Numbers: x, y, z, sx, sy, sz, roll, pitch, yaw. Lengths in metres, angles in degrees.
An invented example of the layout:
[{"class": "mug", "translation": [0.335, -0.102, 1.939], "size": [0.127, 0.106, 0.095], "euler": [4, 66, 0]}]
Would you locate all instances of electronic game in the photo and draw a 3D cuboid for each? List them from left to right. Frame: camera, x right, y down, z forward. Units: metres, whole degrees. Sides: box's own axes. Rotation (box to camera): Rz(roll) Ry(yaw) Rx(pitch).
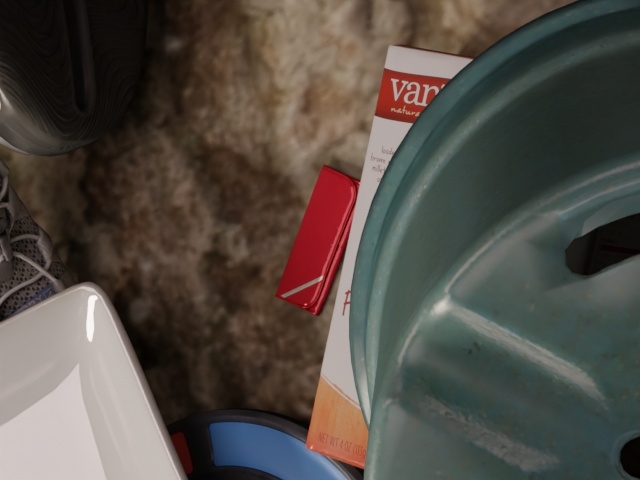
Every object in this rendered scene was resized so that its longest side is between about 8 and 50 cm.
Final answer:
[{"class": "electronic game", "translation": [-0.047, 0.212, 1.159], "size": [0.229, 0.048, 0.229], "euler": [-1, 88, 29]}]

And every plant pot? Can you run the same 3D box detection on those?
[{"class": "plant pot", "translation": [0.161, 0.069, 0.818], "size": [0.341, 0.334, 0.341], "euler": [1, 99, 7]}]

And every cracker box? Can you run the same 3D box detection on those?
[{"class": "cracker box", "translation": [0.090, 0.021, 1.070], "size": [0.155, 0.067, 0.232], "euler": [14, 94, 39]}]

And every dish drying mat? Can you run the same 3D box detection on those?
[{"class": "dish drying mat", "translation": [0.000, 0.000, 1.166], "size": [0.032, 0.008, 0.083], "euler": [24, 99, 28]}]

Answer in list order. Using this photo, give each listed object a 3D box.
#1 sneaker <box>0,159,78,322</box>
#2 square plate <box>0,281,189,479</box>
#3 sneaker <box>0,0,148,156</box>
[{"class": "sneaker", "translation": [-0.217, 0.002, 1.179], "size": [0.281, 0.105, 0.115], "euler": [46, 149, -2]}, {"class": "square plate", "translation": [-0.205, 0.250, 1.129], "size": [0.344, 0.049, 0.347], "euler": [-26, 81, 1]}, {"class": "sneaker", "translation": [-0.278, -0.217, 1.272], "size": [0.257, 0.169, 0.447], "euler": [-34, 72, 38]}]
